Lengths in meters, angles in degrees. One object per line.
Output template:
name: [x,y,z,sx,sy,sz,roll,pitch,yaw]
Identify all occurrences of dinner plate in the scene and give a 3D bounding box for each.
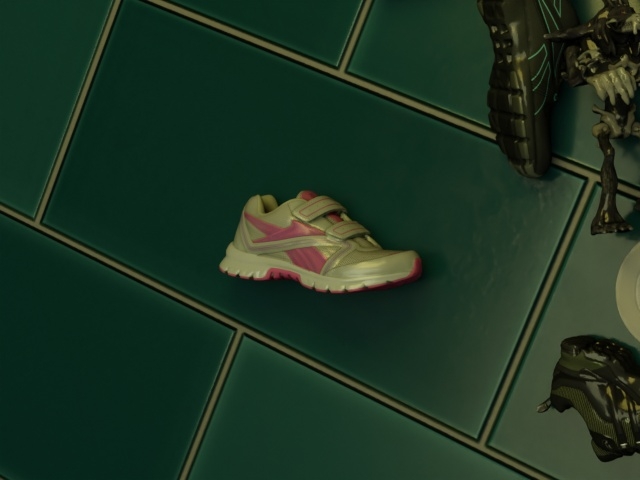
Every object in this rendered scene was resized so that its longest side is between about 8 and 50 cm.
dinner plate: [0.386,0.055,1.504,0.141,0.017,0.141,-2,86,25]

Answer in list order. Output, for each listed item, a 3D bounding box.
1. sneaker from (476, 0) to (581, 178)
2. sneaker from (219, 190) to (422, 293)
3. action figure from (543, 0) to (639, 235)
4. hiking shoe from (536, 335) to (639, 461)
sneaker: [0.239,-0.201,1.531,0.106,0.101,0.267,-11,104,-15]
sneaker: [0.000,0.000,1.631,0.252,0.103,0.111,8,93,23]
action figure: [0.330,-0.148,1.461,0.164,0.141,0.275,-6,90,-19]
hiking shoe: [0.345,0.193,1.492,0.227,0.086,0.114,30,114,28]
